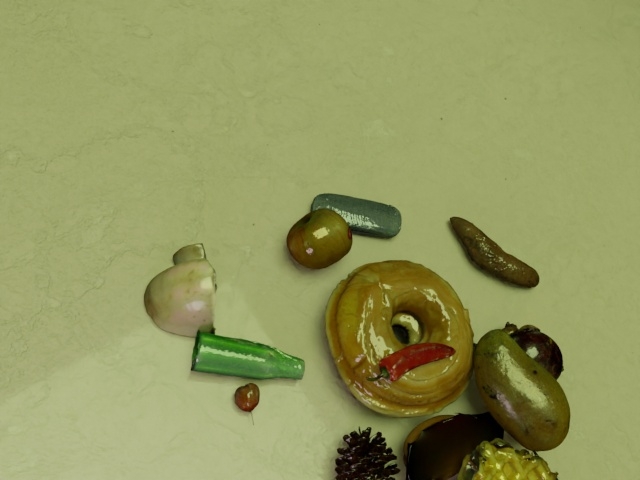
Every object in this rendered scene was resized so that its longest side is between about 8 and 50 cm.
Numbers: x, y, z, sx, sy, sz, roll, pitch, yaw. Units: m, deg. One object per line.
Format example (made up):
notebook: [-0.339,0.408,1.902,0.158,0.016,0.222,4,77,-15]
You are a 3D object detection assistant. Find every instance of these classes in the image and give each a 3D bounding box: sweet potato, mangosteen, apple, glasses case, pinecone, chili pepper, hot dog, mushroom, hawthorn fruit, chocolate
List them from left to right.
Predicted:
mushroom: [-0.362,0.117,1.740,0.173,0.162,0.236,-2,64,-19]
chocolate: [-0.184,0.309,1.742,0.291,0.110,0.110,13,63,-13]
hawthorn fruit: [-0.179,0.415,1.714,0.067,0.067,0.103,-15,83,-22]
apple: [0.000,0.000,1.899,0.182,0.182,0.155,-48,114,-29]
glasses case: [0.109,-0.075,2.025,0.283,0.067,0.109,8,61,-11]
pinecone: [0.112,0.546,1.686,0.163,0.163,0.165,4,49,-15]
chili pepper: [0.222,0.295,1.663,0.272,0.071,0.063,-15,35,-27]
hot dog: [0.329,0.551,1.775,0.326,0.107,0.194,5,78,-29]
sweet potato: [0.526,0.050,2.079,0.341,0.092,0.114,37,36,2]
mangosteen: [0.577,0.325,1.926,0.192,0.192,0.217,2,34,-16]

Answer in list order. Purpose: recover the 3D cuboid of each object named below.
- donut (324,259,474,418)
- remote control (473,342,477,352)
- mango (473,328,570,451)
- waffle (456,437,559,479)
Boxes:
donut: [0.222,0.256,1.829,0.449,0.198,0.448,8,63,-15]
remote control: [0.461,0.317,1.936,0.034,0.091,0.016,-39,114,-20]
mango: [0.515,0.394,1.758,0.329,0.175,0.176,49,57,-2]
waffle: [0.481,0.709,1.712,0.380,0.095,0.382,25,66,-20]
